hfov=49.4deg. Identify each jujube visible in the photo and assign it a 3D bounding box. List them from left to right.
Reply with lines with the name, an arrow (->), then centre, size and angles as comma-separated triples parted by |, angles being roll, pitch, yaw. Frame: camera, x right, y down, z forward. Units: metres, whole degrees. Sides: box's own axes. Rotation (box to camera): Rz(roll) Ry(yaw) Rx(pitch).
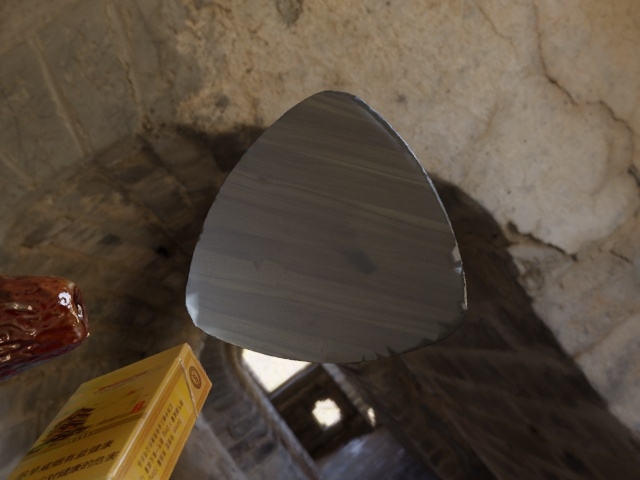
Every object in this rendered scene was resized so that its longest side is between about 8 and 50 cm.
jujube -> -0.463, 0.116, 0.980 | 0.255, 0.190, 0.190 | -12, -7, -5

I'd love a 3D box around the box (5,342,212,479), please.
box -> -0.246, 0.238, 0.805 | 0.174, 0.076, 0.274 | -21, 16, 13

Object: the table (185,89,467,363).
table -> 0.000, 0.000, 0.892 | 0.317, 0.317, 0.249 | -37, -3, -12
